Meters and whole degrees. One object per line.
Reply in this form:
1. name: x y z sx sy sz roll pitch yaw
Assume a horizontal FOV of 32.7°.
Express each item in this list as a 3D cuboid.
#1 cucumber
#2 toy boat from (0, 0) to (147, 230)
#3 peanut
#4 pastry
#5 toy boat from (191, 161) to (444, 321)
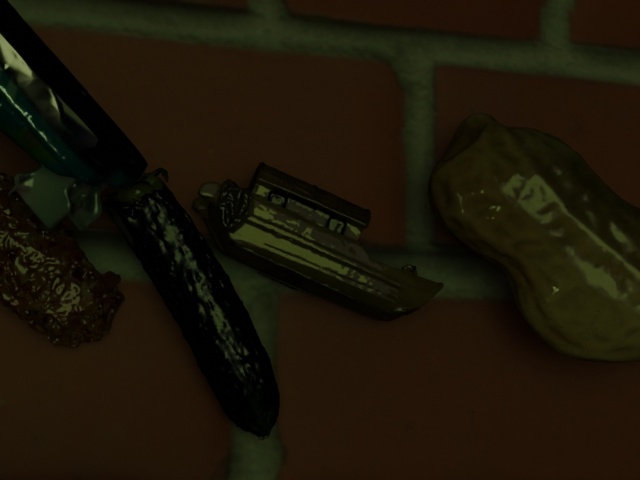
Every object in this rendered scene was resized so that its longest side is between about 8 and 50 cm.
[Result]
1. cucumber: -0.096 0.052 0.901 0.067 0.067 0.245 -32 89 -17
2. toy boat: -0.269 -0.141 0.855 0.092 0.134 0.299 -43 81 7
3. peanut: 0.222 0.013 0.947 0.291 0.143 0.159 33 64 -4
4. pastry: -0.230 0.015 0.876 0.169 0.063 0.087 44 71 -3
5. toy boat: 0.000 0.000 0.934 0.226 0.068 0.088 23 71 -9
